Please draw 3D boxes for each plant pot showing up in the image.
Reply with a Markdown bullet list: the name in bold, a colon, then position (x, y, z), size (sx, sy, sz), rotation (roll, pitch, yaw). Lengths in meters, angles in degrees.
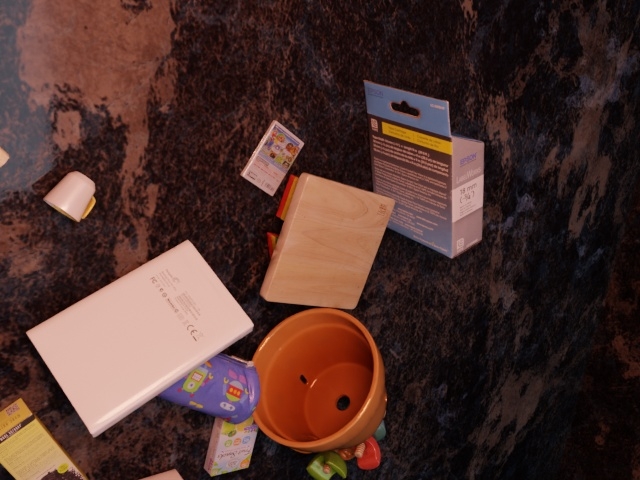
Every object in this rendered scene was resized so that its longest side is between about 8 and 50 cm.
- **plant pot**: position (0.017, 0.315, 1.396), size (0.291, 0.290, 0.203), rotation (-51, 142, -10)

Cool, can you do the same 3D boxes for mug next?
- **mug**: position (-0.384, -0.071, 1.022), size (0.062, 0.078, 0.064), rotation (34, 76, -12)

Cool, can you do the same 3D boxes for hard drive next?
- **hard drive**: position (-0.296, 0.153, 1.105), size (0.307, 0.203, 0.040), rotation (-33, 163, -25)

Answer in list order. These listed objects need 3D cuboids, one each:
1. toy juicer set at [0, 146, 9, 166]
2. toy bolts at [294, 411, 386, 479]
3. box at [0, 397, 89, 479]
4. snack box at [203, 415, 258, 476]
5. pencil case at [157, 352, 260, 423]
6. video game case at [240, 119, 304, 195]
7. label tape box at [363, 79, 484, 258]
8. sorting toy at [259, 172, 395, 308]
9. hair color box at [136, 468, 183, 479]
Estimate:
- **toy juicer set**: position (-0.523, -0.045, 0.880), size (0.209, 0.089, 0.329), rotation (24, 93, -44)
- **toy bolts**: position (0.046, 0.439, 1.557), size (0.218, 0.228, 0.158), rotation (48, 41, -17)
- **box**: position (-0.485, 0.382, 1.138), size (0.087, 0.058, 0.232), rotation (-37, 129, -22)
- **snack box**: position (-0.190, 0.434, 1.432), size (0.100, 0.037, 0.141), rotation (3, 108, -41)
- **pencil case**: position (-0.237, 0.252, 1.247), size (0.306, 0.119, 0.133), rotation (36, 84, -44)
- **video game case**: position (-0.091, -0.156, 1.257), size (0.087, 0.011, 0.122), rotation (33, 87, -44)
- **label tape box**: position (0.214, -0.162, 1.357), size (0.105, 0.240, 0.334), rotation (-26, 125, -29)
- **sorting toy**: position (0.000, 0.000, 1.355), size (0.257, 0.089, 0.256), rotation (11, 103, -44)
- **hair color box**: position (-0.393, 0.561, 1.221), size (0.347, 0.174, 0.105), rotation (-3, 113, -40)
